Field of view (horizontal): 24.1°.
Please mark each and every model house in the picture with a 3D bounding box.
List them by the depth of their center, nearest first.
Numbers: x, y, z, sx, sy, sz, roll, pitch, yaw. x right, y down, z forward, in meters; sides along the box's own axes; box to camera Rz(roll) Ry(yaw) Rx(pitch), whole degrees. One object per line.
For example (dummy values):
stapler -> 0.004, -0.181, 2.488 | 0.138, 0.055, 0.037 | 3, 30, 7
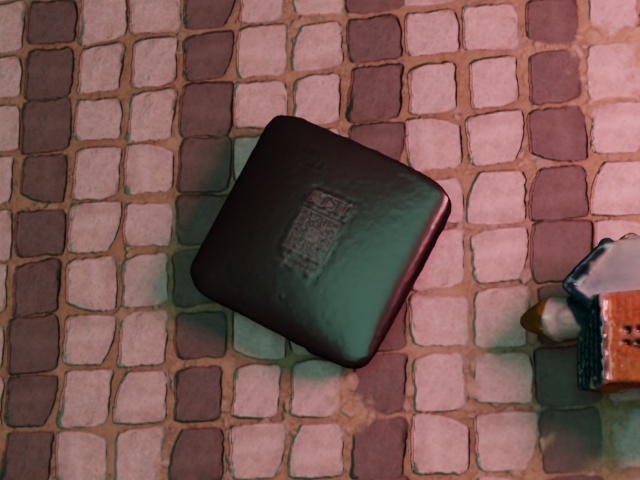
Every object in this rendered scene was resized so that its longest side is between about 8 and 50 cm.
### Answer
model house -> 0.394, 0.091, 1.860 | 0.291, 0.184, 0.253 | -2, 79, 28

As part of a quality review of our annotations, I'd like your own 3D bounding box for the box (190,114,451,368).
box -> 0.000, 0.000, 2.027 | 0.290, 0.073, 0.289 | 25, 82, 20
